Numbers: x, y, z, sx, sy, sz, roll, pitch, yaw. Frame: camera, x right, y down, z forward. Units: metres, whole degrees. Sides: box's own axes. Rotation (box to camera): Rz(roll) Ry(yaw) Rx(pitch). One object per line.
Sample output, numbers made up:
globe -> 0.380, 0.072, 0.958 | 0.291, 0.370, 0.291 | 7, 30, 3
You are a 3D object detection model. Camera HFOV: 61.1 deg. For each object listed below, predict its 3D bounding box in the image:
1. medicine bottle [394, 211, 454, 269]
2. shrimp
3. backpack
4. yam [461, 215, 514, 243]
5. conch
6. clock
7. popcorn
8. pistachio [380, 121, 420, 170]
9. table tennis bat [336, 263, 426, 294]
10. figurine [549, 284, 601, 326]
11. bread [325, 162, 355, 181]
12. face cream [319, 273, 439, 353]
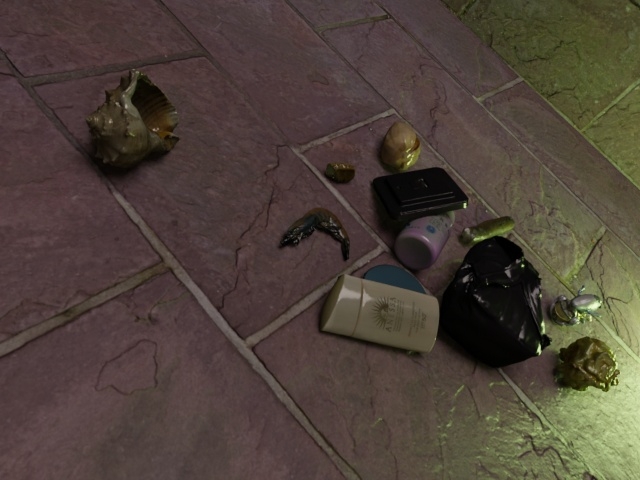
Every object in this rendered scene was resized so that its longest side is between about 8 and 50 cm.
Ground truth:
medicine bottle -> 0.360, -0.025, 1.849 | 0.152, 0.152, 0.254 | 40, 46, 1
shrimp -> 0.000, 0.000, 1.671 | 0.198, 0.051, 0.262 | 47, 42, 8
backpack -> 0.580, 0.174, 1.768 | 0.363, 0.255, 0.445 | 38, 41, -9
yam -> 0.653, -0.042, 2.111 | 0.317, 0.067, 0.071 | -14, 50, -41
conch -> -0.522, -0.332, 1.494 | 0.186, 0.263, 0.324 | 16, 8, 7
clock -> 0.342, -0.176, 1.896 | 0.273, 0.049, 0.279 | -11, 34, -6
popcorn -> 0.896, 0.418, 1.829 | 0.167, 0.187, 0.185 | 57, 24, -34
pistachio -> 0.310, -0.371, 2.112 | 0.157, 0.157, 0.229 | 25, 40, -14
table tennis bat -> 0.197, 0.161, 1.673 | 0.329, 0.044, 0.215 | 14, 53, -25
figurine -> 0.949, 0.256, 2.019 | 0.208, 0.184, 0.128 | 40, 29, -59
bread -> 0.075, -0.239, 1.906 | 0.110, 0.060, 0.066 | -4, 72, -39
face cream -> 0.173, 0.208, 1.561 | 0.348, 0.081, 0.173 | 16, 75, -18
